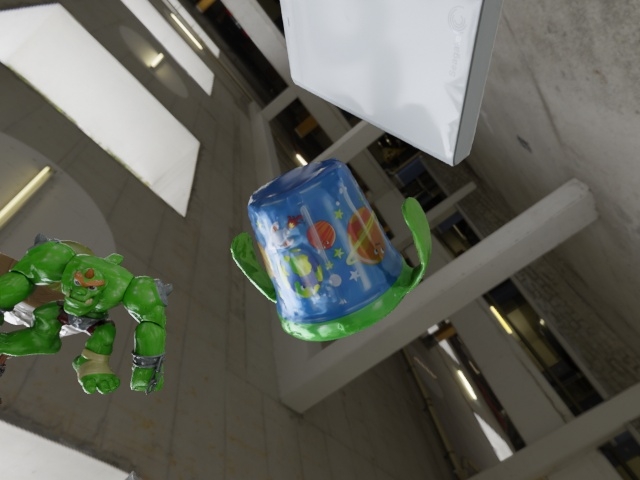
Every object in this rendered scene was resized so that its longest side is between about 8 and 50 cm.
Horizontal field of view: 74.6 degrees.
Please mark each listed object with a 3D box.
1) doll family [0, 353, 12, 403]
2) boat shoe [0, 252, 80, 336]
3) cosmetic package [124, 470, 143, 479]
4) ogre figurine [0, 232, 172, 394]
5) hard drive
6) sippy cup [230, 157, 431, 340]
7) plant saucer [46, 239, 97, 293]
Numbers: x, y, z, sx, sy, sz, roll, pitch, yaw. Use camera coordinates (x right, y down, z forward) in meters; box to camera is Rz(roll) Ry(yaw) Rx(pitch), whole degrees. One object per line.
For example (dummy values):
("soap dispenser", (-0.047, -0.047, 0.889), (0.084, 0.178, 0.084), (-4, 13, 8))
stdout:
("doll family", (-0.489, 0.166, 0.502), (0.076, 0.193, 0.111), (102, 180, -59))
("boat shoe", (-0.616, 0.129, 0.866), (0.277, 0.096, 0.098), (61, -179, -44))
("cosmetic package", (-0.450, 0.629, 0.976), (0.060, 0.099, 0.239), (51, 153, -8))
("ogre figurine", (-0.241, 0.071, 0.425), (0.197, 0.118, 0.097), (24, 180, 8))
("hard drive", (0.061, -0.243, 0.518), (0.307, 0.040, 0.203), (39, 153, 33))
("sippy cup", (0.000, 0.000, 0.675), (0.240, 0.305, 0.224), (-115, 0, -69))
("plant saucer", (-0.747, 0.110, 1.181), (0.241, 0.241, 0.037), (55, 167, 11))
